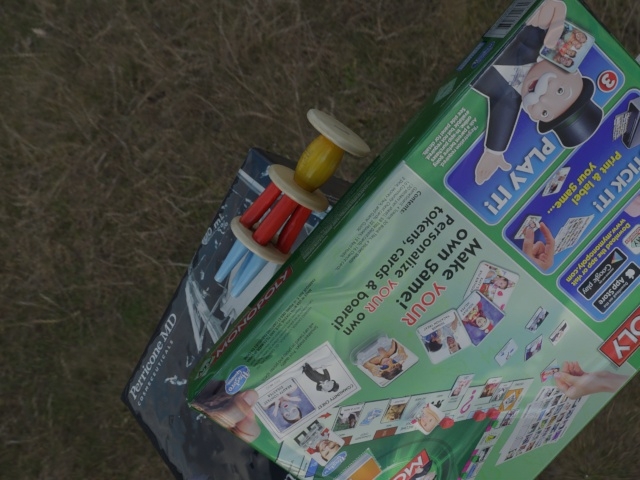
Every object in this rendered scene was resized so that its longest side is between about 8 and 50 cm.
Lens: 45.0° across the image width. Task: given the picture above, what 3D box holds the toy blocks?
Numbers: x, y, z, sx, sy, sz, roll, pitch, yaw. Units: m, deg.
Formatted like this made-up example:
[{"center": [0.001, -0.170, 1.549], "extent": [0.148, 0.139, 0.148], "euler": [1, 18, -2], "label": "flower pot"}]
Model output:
[{"center": [0.000, 0.000, 0.557], "extent": [0.123, 0.054, 0.148], "euler": [39, 108, 7], "label": "toy blocks"}]

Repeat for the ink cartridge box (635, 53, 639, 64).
[{"center": [0.424, -0.141, 0.888], "extent": [0.148, 0.086, 0.203], "euler": [-51, 26, 4], "label": "ink cartridge box"}]

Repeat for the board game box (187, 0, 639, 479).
[{"center": [0.100, 0.036, 0.478], "extent": [0.213, 0.046, 0.317], "euler": [40, 96, -18], "label": "board game box"}]

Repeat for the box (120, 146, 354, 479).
[{"center": [0.011, 0.194, 1.149], "extent": [0.472, 0.297, 0.479], "euler": [39, 105, 42], "label": "box"}]

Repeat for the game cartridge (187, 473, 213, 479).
[{"center": [-0.094, 0.203, 0.568], "extent": [0.017, 0.083, 0.055], "euler": [9, 87, 2], "label": "game cartridge"}]
